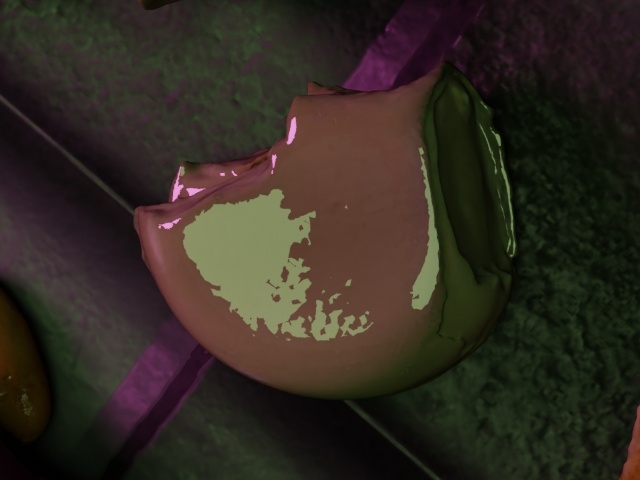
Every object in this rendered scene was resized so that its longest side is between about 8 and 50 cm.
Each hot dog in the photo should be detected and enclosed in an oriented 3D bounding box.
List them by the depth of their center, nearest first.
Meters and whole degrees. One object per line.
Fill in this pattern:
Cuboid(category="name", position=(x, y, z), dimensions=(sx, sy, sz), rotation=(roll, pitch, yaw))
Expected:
Cuboid(category="hot dog", position=(-0.215, 0.063, 1.043), dimensions=(0.089, 0.060, 0.140), rotation=(-20, 88, 14))

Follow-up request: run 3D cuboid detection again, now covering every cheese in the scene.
Cuboid(category="cheese", position=(0.000, 0.000, 0.959), dimensions=(0.202, 0.091, 0.175), rotation=(-6, 92, 16))

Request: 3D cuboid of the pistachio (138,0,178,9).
Cuboid(category="pistachio", position=(-0.056, -0.225, 0.931), dimensions=(0.136, 0.136, 0.226), rotation=(36, 110, 10))

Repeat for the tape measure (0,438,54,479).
Cuboid(category="tape measure", position=(-0.222, 0.213, 1.004), dimensions=(0.245, 0.149, 0.231), rotation=(-36, 106, 14))

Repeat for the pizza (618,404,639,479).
Cuboid(category="pizza", position=(0.256, 0.221, 0.909), dimensions=(0.257, 0.087, 0.268), rotation=(17, 101, 10))
